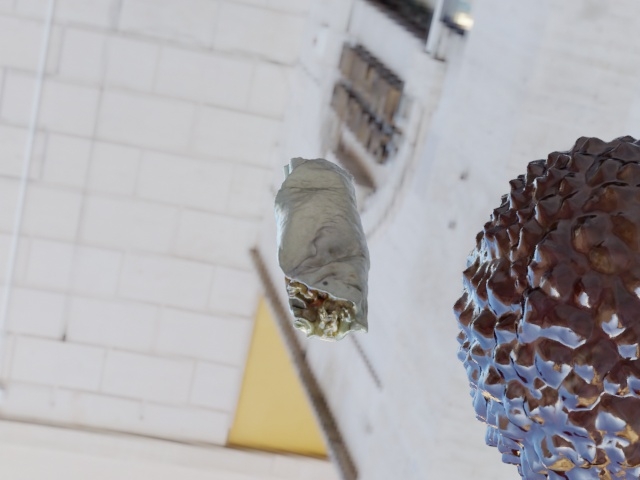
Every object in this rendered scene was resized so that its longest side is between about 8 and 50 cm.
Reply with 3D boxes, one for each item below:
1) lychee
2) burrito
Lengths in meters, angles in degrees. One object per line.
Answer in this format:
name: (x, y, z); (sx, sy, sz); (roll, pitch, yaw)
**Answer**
lychee: (0.217, 0.054, 0.900); (0.264, 0.264, 0.300); (19, -136, 22)
burrito: (0.000, 0.000, 1.680); (0.117, 0.076, 0.392); (7, -149, -6)
